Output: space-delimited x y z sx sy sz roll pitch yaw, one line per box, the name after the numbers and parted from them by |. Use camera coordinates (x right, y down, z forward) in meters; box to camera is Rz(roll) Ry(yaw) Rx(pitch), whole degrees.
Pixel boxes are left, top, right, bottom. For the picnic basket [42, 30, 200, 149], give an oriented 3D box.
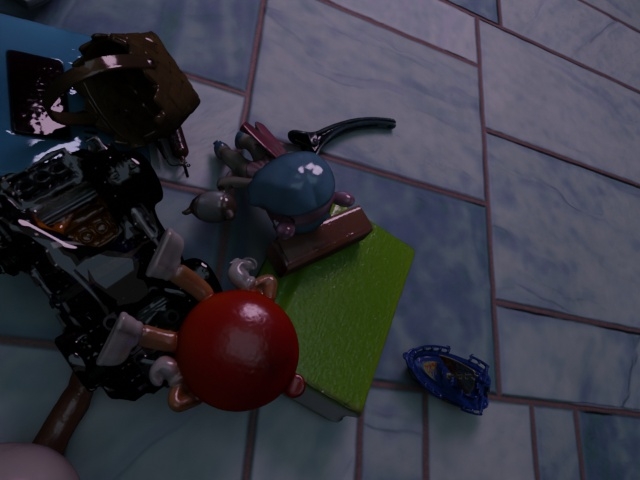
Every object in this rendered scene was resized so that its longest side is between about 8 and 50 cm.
-0.254 -0.185 0.571 0.138 0.128 0.178 55 27 -5 | picnic basket

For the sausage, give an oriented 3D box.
-0.300 0.216 0.514 0.042 0.036 0.158 30 62 -21 | sausage

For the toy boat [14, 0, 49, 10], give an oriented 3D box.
-0.429 -0.473 0.663 0.141 0.092 0.320 -5 75 -23 | toy boat

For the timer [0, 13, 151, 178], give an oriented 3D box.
-0.371 -0.171 0.612 0.249 0.091 0.232 -2 72 -37 | timer

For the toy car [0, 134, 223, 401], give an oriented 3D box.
-0.245 0.041 0.535 0.193 0.118 0.302 -35 103 -32 | toy car

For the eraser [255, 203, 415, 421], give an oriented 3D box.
0.003 0.086 0.663 0.209 0.092 0.274 31 62 -8 | eraser

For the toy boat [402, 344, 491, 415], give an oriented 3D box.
0.207 0.204 0.702 0.174 0.110 0.091 25 64 -12 | toy boat

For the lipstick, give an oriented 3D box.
0.000 0.000 0.623 0.145 0.045 0.045 -23 75 -28 | lipstick

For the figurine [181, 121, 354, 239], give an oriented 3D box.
-0.089 -0.090 0.616 0.205 0.103 0.260 -21 41 -26 | figurine

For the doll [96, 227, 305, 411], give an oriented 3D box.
-0.108 0.103 0.511 0.217 0.085 0.183 28 72 -12 | doll

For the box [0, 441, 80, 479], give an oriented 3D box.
-0.349 0.359 0.367 0.288 0.141 0.350 0 79 -22 | box

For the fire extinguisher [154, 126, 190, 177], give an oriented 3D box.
-0.223 -0.143 0.676 0.046 0.032 0.101 -7 69 -37 | fire extinguisher

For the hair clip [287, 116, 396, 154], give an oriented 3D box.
0.050 -0.194 0.812 0.229 0.039 0.070 -27 83 -30 | hair clip
